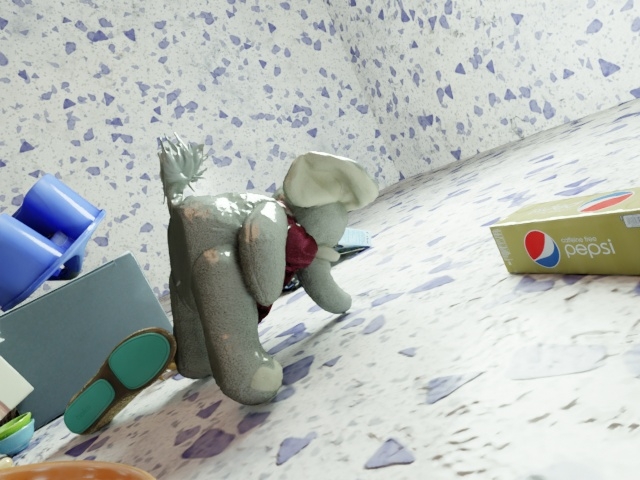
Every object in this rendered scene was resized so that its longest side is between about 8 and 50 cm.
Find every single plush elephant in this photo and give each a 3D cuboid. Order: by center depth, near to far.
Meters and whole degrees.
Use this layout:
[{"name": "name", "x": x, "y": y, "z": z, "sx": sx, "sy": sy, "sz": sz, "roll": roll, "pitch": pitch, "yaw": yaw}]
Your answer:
[{"name": "plush elephant", "x": -0.061, "y": 0.018, "z": 0.622, "sx": 0.255, "sy": 0.330, "sz": 0.272, "roll": -7, "pitch": -11, "yaw": -29}]

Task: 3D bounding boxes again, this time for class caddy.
[{"name": "caddy", "x": -0.574, "y": 0.018, "z": 0.959, "sx": 0.341, "sy": 0.179, "sz": 0.241, "roll": -20, "pitch": 33, "yaw": 44}]

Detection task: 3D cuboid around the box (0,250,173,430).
[{"name": "box", "x": -0.518, "y": 0.195, "z": 1.020, "sx": 0.293, "sy": 0.212, "sz": 0.395, "roll": -30, "pitch": 7, "yaw": -27}]

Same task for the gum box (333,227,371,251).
[{"name": "gum box", "x": 0.000, "y": 0.000, "z": 1.104, "sx": 0.184, "sy": 0.041, "sz": 0.157, "roll": 6, "pitch": -13, "yaw": -32}]

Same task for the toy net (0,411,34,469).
[{"name": "toy net", "x": -0.482, "y": 0.317, "z": 0.634, "sx": 0.122, "sy": 0.045, "sz": 0.232, "roll": -25, "pitch": 6, "yaw": -7}]

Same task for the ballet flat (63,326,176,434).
[{"name": "ballet flat", "x": -0.263, "y": 0.183, "z": 0.639, "sx": 0.206, "sy": 0.073, "sz": 0.067, "roll": -39, "pitch": -7, "yaw": 12}]

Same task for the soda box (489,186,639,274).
[{"name": "soda box", "x": 0.248, "y": -0.007, "z": 0.438, "sx": 0.061, "sy": 0.058, "sz": 0.181, "roll": -27, "pitch": 7, "yaw": -18}]

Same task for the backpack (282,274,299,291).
[{"name": "backpack", "x": -0.071, "y": 0.061, "z": 1.038, "sx": 0.105, "sy": 0.084, "sz": 0.114, "roll": -26, "pitch": 3, "yaw": -38}]

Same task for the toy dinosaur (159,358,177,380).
[{"name": "toy dinosaur", "x": -0.235, "y": 0.189, "z": 0.772, "sx": 0.211, "sy": 0.064, "sz": 0.112, "roll": -13, "pitch": -9, "yaw": 17}]

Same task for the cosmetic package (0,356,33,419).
[{"name": "cosmetic package", "x": -0.572, "y": 0.275, "z": 0.624, "sx": 0.153, "sy": 0.129, "sz": 0.296, "roll": -20, "pitch": 23, "yaw": 39}]

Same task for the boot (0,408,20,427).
[{"name": "boot", "x": -0.635, "y": 0.332, "z": 0.917, "sx": 0.123, "sy": 0.095, "sz": 0.258, "roll": 19, "pitch": 4, "yaw": -40}]

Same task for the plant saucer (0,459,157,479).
[{"name": "plant saucer", "x": -0.203, "y": 0.193, "z": 0.296, "sx": 0.199, "sy": 0.037, "sz": 0.200, "roll": 0, "pitch": -6, "yaw": 0}]
